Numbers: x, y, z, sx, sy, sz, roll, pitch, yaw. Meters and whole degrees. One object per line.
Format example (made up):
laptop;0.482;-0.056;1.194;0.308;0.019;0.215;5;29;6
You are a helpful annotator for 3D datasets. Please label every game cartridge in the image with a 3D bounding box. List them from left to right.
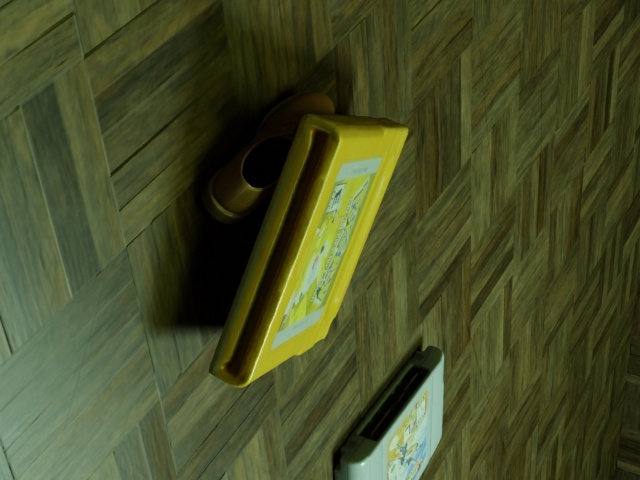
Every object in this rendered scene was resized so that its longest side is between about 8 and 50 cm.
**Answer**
game cartridge;0.000;0.000;1.310;0.285;0.052;0.323;-69;165;11
game cartridge;0.113;0.321;1.833;0.297;0.062;0.198;-45;139;-46

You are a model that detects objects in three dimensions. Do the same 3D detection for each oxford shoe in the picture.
oxford shoe;-0.035;-0.096;1.227;0.076;0.076;0.212;-36;-168;48
